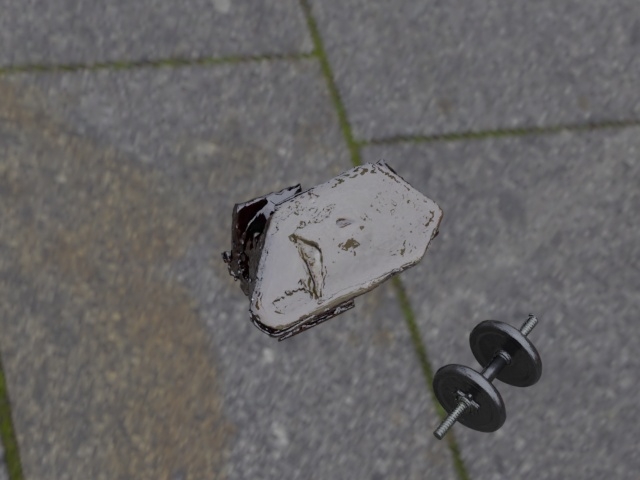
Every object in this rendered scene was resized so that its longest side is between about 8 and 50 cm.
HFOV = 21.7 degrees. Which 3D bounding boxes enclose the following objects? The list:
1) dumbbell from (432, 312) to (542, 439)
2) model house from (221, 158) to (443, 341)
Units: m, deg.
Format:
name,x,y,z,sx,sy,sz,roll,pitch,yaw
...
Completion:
name,x,y,z,sx,sy,sz,roll,pitch,yaw
dumbbell,0.135,0.109,1.350,0.069,0.069,0.147,38,57,10
model house,0.009,0.006,1.581,0.203,0.164,0.141,-20,82,-8
